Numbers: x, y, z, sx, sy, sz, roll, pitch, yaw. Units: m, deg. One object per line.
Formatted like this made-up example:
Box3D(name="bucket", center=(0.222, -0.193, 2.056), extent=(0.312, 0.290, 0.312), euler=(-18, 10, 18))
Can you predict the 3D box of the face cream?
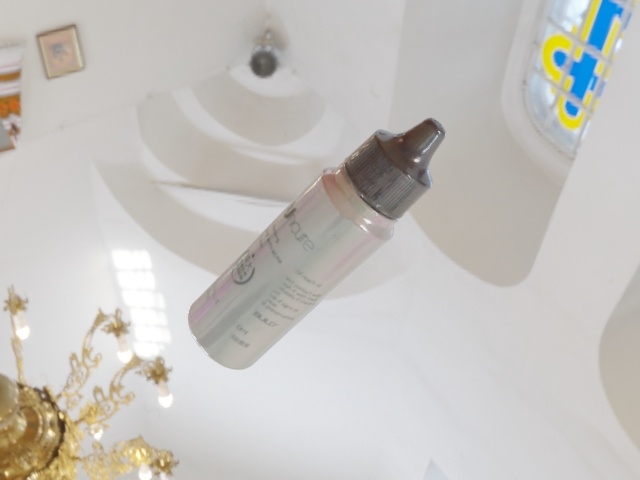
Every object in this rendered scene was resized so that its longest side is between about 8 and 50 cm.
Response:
Box3D(name="face cream", center=(0.000, 0.000, 0.734), extent=(0.092, 0.311, 0.092), euler=(36, -152, -22))
